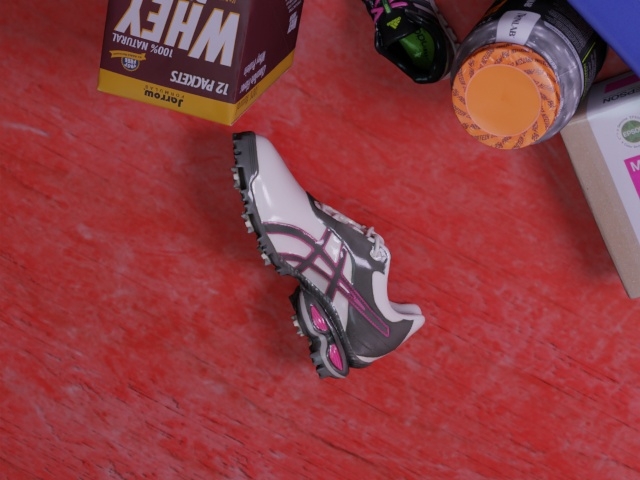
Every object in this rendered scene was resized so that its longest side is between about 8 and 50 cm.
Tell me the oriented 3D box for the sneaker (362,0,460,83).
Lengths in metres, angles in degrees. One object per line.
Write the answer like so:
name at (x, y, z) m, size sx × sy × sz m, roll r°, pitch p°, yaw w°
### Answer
sneaker at (0.070, -0.212, 1.794) m, size 0.063 × 0.075 × 0.170 m, roll -29°, pitch 103°, yaw 23°

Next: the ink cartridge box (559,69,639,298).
ink cartridge box at (0.357, -0.075, 1.778) m, size 0.235 × 0.088 × 0.193 m, roll -19°, pitch 108°, yaw 21°

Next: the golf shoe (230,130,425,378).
golf shoe at (0.000, 0.000, 1.905) m, size 0.120 × 0.105 × 0.273 m, roll -24°, pitch 112°, yaw 6°

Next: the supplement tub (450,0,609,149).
supplement tub at (0.183, -0.156, 1.723) m, size 0.117 × 0.190 × 0.117 m, roll 8°, pitch 116°, yaw 17°

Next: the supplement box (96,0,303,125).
supplement box at (-0.095, -0.233, 1.735) m, size 0.129 × 0.191 × 0.194 m, roll 16°, pitch 115°, yaw 10°

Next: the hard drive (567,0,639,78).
hard drive at (0.336, -0.171, 1.592) m, size 0.319 × 0.040 × 0.210 m, roll 44°, pitch 147°, yaw -16°
